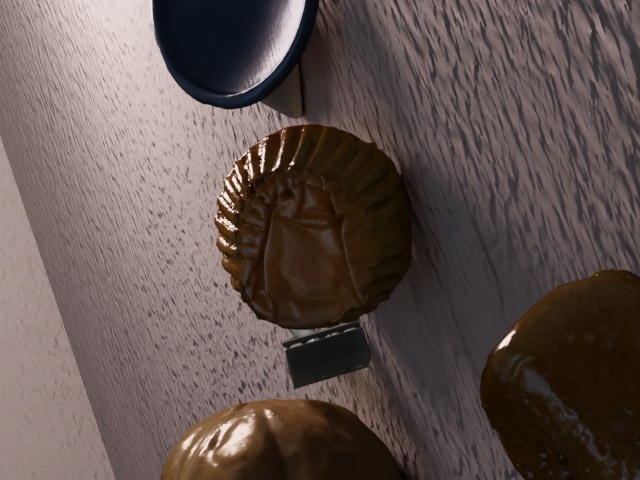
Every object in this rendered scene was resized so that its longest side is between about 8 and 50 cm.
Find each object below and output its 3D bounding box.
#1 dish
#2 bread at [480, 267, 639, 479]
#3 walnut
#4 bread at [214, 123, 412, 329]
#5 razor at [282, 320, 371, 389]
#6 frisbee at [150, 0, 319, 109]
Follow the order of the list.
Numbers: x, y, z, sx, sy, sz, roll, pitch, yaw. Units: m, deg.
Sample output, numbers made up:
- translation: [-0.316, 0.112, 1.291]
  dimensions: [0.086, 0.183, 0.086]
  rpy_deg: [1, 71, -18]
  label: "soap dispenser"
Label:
- translation: [-0.112, -0.262, 1.857]
  dimensions: [0.243, 0.080, 0.182]
  rpy_deg: [40, 142, 56]
  label: "dish"
- translation: [0.259, 0.148, 1.133]
  dimensions: [0.246, 0.176, 0.195]
  rpy_deg: [48, 162, 19]
  label: "bread"
- translation: [-0.044, 0.382, 1.868]
  dimensions: [0.381, 0.381, 0.381]
  rpy_deg: [50, 150, 44]
  label: "walnut"
- translation: [-0.013, -0.011, 1.615]
  dimensions: [0.139, 0.240, 0.240]
  rpy_deg: [-32, -73, -72]
  label: "bread"
- translation: [-0.018, 0.128, 1.939]
  dimensions: [0.232, 0.106, 0.068]
  rpy_deg: [-148, 44, -73]
  label: "razor"
- translation: [-0.094, -0.298, 1.722]
  dimensions: [0.289, 0.049, 0.290]
  rpy_deg: [0, 90, 43]
  label: "frisbee"
